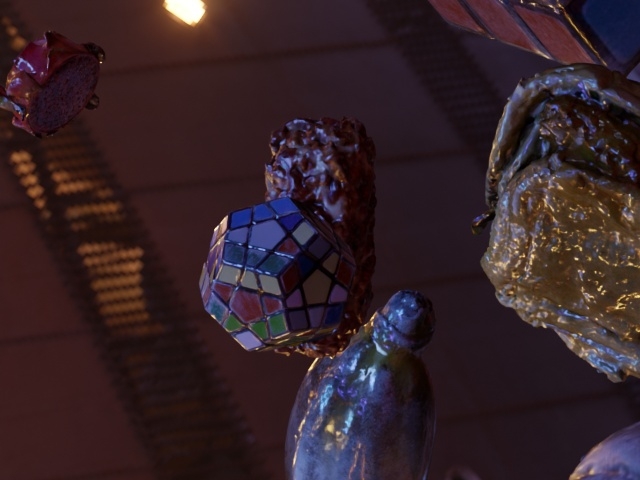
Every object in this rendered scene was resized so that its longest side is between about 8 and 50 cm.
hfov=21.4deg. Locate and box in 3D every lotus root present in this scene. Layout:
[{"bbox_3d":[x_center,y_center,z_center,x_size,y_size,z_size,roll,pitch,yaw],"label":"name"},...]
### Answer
[{"bbox_3d":[0.040,0.186,1.728,0.140,0.322,0.158,-12,-137,-25],"label":"lotus root"}]

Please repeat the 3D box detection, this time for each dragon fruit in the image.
[{"bbox_3d":[-0.275,-0.163,1.687,0.068,0.112,0.126,37,-139,19],"label":"dragon fruit"}]

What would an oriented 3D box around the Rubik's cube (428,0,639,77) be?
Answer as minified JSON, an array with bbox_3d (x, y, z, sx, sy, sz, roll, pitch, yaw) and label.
[{"bbox_3d":[0.199,-0.368,1.506,0.305,0.301,0.304,44,174,-34],"label":"Rubik's cube"}]

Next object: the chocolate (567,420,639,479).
[{"bbox_3d":[0.341,0.332,1.653,0.303,0.303,0.213,52,-154,15],"label":"chocolate"}]

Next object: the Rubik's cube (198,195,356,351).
[{"bbox_3d":[-0.029,0.024,1.142,0.111,0.093,0.111,43,-172,-7],"label":"Rubik's cube"}]

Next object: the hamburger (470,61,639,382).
[{"bbox_3d":[0.190,-0.020,1.044,0.183,0.206,0.130,26,-127,9],"label":"hamburger"}]

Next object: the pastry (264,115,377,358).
[{"bbox_3d":[-0.001,0.000,1.437,0.097,0.208,0.115,5,-167,17],"label":"pastry"}]
